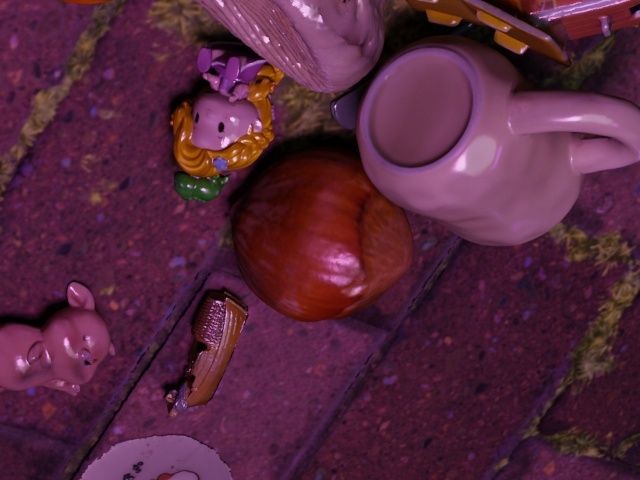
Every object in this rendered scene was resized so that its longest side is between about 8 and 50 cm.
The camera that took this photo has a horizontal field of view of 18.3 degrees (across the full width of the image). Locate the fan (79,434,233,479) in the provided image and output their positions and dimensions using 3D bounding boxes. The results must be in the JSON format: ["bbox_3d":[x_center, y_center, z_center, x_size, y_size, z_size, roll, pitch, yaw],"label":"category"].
[{"bbox_3d":[-0.139,0.318,2.212,0.329,0.009,0.190,31,105,-34],"label":"fan"}]

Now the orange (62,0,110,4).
[{"bbox_3d":[-0.192,-0.305,1.636,0.219,0.193,0.219,1,83,-13],"label":"orange"}]

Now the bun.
[{"bbox_3d":[-0.024,-0.238,1.763,0.133,0.231,0.231,-50,130,-11],"label":"bun"}]

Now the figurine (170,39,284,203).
[{"bbox_3d":[-0.083,-0.111,1.900,0.115,0.095,0.156,-9,116,-52],"label":"figurine"}]

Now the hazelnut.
[{"bbox_3d":[0.000,0.000,1.960,0.182,0.182,0.182,-12,126,-17],"label":"hazelnut"}]

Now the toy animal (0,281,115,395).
[{"bbox_3d":[-0.272,0.104,1.971,0.150,0.089,0.083,-12,147,-20],"label":"toy animal"}]

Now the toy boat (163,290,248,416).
[{"bbox_3d":[-0.122,0.119,2.063,0.049,0.047,0.149,18,111,-18],"label":"toy boat"}]

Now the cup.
[{"bbox_3d":[0.175,-0.082,1.902,0.202,0.255,0.173,26,87,-55],"label":"cup"}]

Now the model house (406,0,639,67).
[{"bbox_3d":[0.217,-0.328,1.867,0.324,0.340,0.300,-13,171,13],"label":"model house"}]

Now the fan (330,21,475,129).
[{"bbox_3d":[0.093,-0.176,1.975,0.193,0.016,0.038,-37,127,3],"label":"fan"}]
